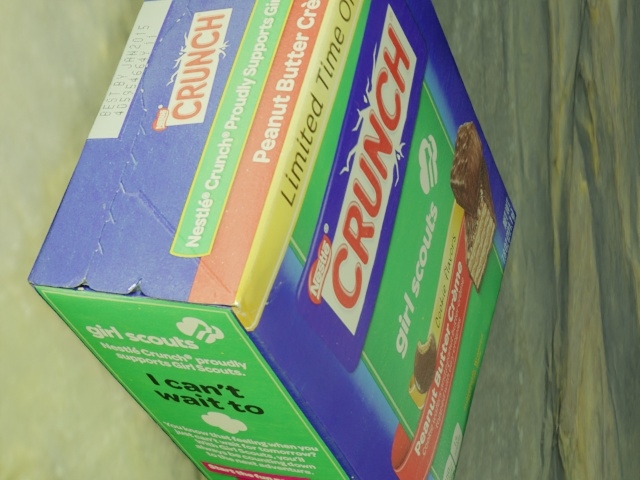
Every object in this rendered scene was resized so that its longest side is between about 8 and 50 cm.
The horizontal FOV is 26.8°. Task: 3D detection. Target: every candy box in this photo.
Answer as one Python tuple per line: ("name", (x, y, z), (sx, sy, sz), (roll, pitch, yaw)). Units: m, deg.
("candy box", (0.000, 0.000, 0.753), (0.317, 0.122, 0.268), (58, 42, -49))
